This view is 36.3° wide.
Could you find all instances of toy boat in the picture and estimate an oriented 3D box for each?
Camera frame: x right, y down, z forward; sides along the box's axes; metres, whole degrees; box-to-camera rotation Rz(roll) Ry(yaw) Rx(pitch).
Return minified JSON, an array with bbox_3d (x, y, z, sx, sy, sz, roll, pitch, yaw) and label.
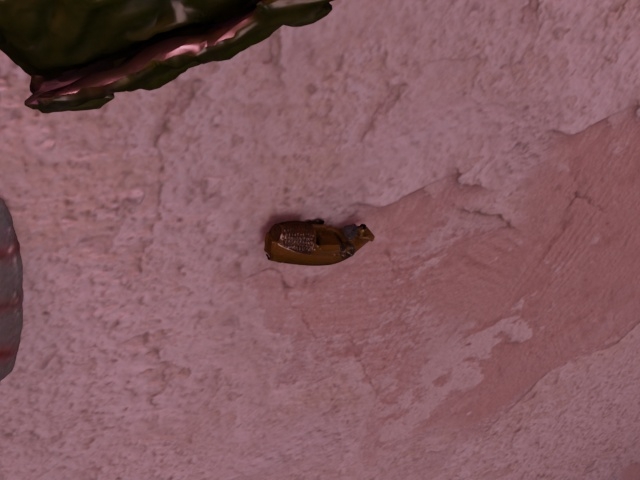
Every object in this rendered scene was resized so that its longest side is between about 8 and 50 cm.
[{"bbox_3d":[0.000,0.000,1.144,0.149,0.047,0.049,-1,133,-37],"label":"toy boat"},{"bbox_3d":[-0.352,0.067,0.928,0.206,0.096,0.282,9,114,-53],"label":"toy boat"}]

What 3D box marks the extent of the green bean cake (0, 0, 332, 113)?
[{"bbox_3d":[-0.121,-0.269,0.545,0.335,0.218,0.319,-23,142,8],"label":"green bean cake"}]
